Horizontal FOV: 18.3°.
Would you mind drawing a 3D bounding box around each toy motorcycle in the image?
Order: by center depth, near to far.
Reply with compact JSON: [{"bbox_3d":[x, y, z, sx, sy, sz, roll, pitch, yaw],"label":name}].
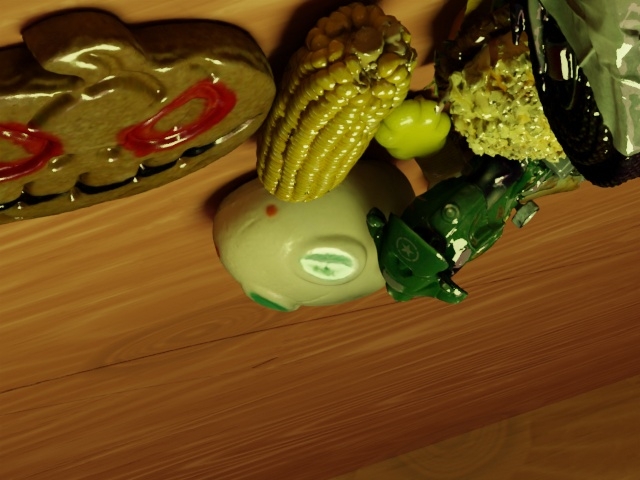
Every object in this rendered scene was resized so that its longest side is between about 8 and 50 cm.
[{"bbox_3d":[0.148,-0.043,1.894,0.275,0.125,0.187,-49,168,10],"label":"toy motorcycle"}]

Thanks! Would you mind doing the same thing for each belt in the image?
[{"bbox_3d":[0.220,-0.176,1.485,0.164,0.184,0.289,-18,126,-10],"label":"belt"}]

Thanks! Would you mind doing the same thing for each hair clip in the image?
[{"bbox_3d":[0.097,-0.100,1.926,0.072,0.046,0.173,-26,161,9],"label":"hair clip"}]

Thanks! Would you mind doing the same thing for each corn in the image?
[{"bbox_3d":[0.002,-0.103,1.708,0.102,0.102,0.313,-14,162,-18],"label":"corn"}]

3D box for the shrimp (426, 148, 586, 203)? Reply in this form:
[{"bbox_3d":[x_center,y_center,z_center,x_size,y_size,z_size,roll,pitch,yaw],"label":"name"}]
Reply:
[{"bbox_3d":[0.206,-0.060,2.118,0.185,0.068,0.287,-13,168,15],"label":"shrimp"}]

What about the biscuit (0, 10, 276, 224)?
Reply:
[{"bbox_3d":[-0.206,-0.089,1.593,0.367,0.063,0.314,-12,163,-21],"label":"biscuit"}]

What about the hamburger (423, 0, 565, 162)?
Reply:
[{"bbox_3d":[0.218,-0.153,1.722,0.261,0.139,0.243,-15,162,-12],"label":"hamburger"}]

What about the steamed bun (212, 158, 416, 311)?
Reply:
[{"bbox_3d":[0.000,0.000,1.990,0.177,0.131,0.228,-30,163,38],"label":"steamed bun"}]
